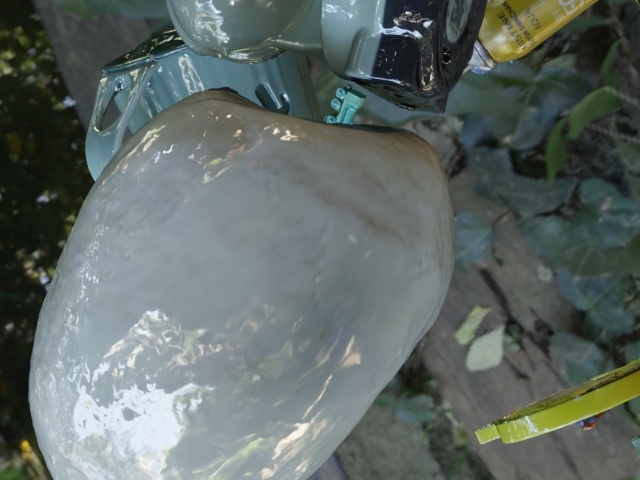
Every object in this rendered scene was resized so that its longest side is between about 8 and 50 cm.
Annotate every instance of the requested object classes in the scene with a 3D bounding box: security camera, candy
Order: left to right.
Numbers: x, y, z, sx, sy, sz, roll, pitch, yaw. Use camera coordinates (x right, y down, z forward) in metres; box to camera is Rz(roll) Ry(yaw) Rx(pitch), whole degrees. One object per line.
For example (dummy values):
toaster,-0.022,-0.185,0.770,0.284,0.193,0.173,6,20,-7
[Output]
candy,-0.056,0.078,0.874,0.186,0.386,0.427,40,102,44
security camera,-0.006,-0.232,0.882,0.277,0.197,0.191,14,94,19

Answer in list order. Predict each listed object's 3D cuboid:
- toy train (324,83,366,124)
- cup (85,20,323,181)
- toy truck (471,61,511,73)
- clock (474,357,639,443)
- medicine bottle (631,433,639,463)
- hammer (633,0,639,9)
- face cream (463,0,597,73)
toy train,0.033,-0.181,1.485,0.045,0.029,0.092,32,120,19
cup,-0.176,-0.152,1.622,0.310,0.400,0.392,22,134,66
toy truck,0.308,-0.341,1.862,0.090,0.056,0.073,4,92,57
clock,0.418,0.271,1.652,0.071,0.277,0.293,67,154,11
medicine bottle,0.587,0.353,1.476,0.250,0.141,0.137,31,125,-32
hammer,0.478,-0.346,1.520,0.292,0.029,0.058,-103,-7,-47
face cream,0.308,-0.336,1.322,0.348,0.105,0.105,-36,88,15
